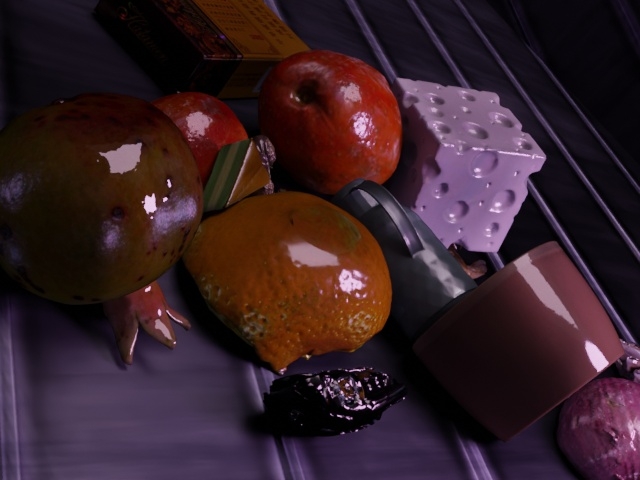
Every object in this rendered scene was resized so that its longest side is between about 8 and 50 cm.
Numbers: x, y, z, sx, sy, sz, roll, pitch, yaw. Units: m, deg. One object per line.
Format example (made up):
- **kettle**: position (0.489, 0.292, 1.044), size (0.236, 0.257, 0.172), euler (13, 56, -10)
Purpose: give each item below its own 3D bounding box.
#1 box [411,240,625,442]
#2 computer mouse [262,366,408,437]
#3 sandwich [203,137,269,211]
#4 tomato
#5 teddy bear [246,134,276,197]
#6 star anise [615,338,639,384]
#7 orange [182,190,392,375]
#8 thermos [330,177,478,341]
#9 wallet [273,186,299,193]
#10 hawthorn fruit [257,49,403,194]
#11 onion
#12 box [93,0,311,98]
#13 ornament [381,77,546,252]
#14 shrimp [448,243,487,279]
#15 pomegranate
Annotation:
- **box**: position (0.329, 0.167, 1.585), size (0.216, 0.301, 0.301), euler (51, 29, 16)
- **computer mouse**: position (0.022, 0.220, 1.308), size (0.242, 0.146, 0.077), euler (9, 67, -45)
- **sandwich**: position (-0.144, -0.096, 1.464), size (0.116, 0.074, 0.074), euler (-36, 110, -51)
- **tomato**: position (-0.201, -0.158, 1.575), size (0.200, 0.139, 0.233), euler (6, 42, -38)
- **teddy bear**: position (-0.112, -0.110, 1.688), size (0.119, 0.078, 0.160), euler (69, 11, -49)
- **star anise**: position (0.698, 0.296, 2.091), size (0.182, 0.065, 0.195), euler (35, 23, -19)
- **orange**: position (-0.040, 0.038, 1.455), size (0.335, 0.196, 0.262), euler (-1, 33, -31)
- **thermos**: position (0.127, 0.016, 1.645), size (0.145, 0.182, 0.286), euler (-33, 74, -18)
- **wallet**: position (0.000, 0.000, 1.703), size (0.122, 0.031, 0.232), euler (17, 36, -42)
- **hawthorn fruit**: position (0.013, -0.216, 1.816), size (0.284, 0.284, 0.284), euler (30, 29, -18)
- **onion**: position (0.565, 0.328, 1.772), size (0.267, 0.159, 0.348), euler (36, 28, -14)
- **box**: position (-0.216, -0.407, 1.960), size (0.264, 0.116, 0.415), euler (48, 29, 14)
- **ornament**: position (0.247, -0.145, 1.929), size (0.239, 0.239, 0.239), euler (3, 37, -25)
- **shrimp**: position (0.294, -0.001, 2.050), size (0.169, 0.058, 0.296), euler (49, 33, 8)
- **pomegranate**: position (-0.281, -0.024, 1.214), size (0.291, 0.323, 0.290), euler (2, 33, -1)
